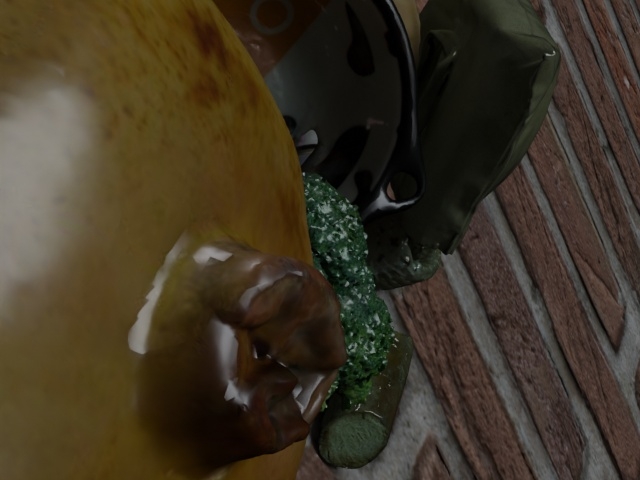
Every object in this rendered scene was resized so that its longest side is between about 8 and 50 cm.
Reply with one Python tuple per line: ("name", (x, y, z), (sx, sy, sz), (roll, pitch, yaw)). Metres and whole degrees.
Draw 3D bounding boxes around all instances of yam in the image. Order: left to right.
("yam", (0.042, 0.143, 1.174), (0.069, 0.070, 0.146), (56, 34, -29))

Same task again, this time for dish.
("dish", (-0.066, -0.112, 0.999), (0.303, 0.120, 0.303), (-6, 105, -22))

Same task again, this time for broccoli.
("broccoli", (-0.087, 0.053, 0.828), (0.270, 0.270, 0.270), (-26, 134, -61))

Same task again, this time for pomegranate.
("pomegranate", (-0.177, 0.039, 0.511), (0.417, 0.417, 0.416), (36, 46, -48))

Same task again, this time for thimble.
("thimble", (0.083, 0.006, 1.319), (0.084, 0.062, 0.110), (67, 29, -10))

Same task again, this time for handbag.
("handbag", (0.147, -0.153, 1.271), (0.109, 0.253, 0.315), (17, 31, -19))

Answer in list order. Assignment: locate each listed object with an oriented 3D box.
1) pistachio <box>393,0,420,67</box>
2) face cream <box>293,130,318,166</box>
("pistachio", (0.025, -0.202, 1.235), (0.229, 0.157, 0.157), (77, 17, -50))
("face cream", (0.000, 0.000, 1.167), (0.075, 0.075, 0.229), (23, 55, -54))
